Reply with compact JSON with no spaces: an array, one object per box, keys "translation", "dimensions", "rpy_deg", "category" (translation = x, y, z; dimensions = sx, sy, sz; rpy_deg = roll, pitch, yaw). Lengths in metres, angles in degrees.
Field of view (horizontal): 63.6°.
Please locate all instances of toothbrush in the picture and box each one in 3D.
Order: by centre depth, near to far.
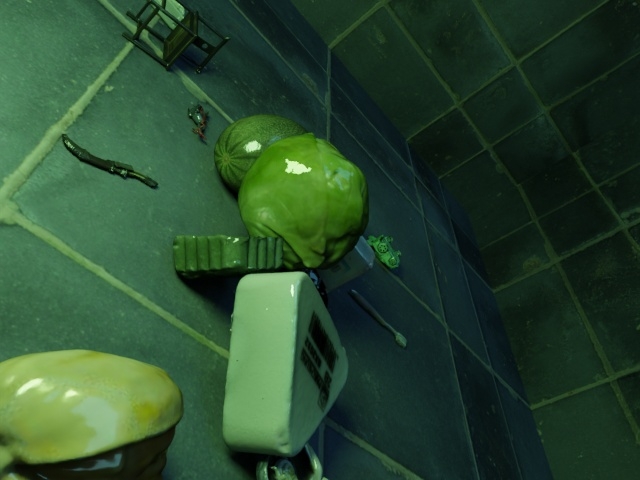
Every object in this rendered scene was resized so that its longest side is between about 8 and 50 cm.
[{"translation":[0.193,0.259,1.697],"dimensions":[0.307,0.025,0.030],"rpy_deg":[45,36,-25],"category":"toothbrush"}]

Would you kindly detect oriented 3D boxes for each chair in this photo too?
[{"translation":[-0.399,-0.571,1.452],"dimensions":[0.260,0.154,0.142],"rpy_deg":[30,37,-39],"category":"chair"}]

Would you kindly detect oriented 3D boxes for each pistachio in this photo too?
[{"translation":[-0.309,0.241,0.634],"dimensions":[0.308,0.229,0.230],"rpy_deg":[22,42,-57],"category":"pistachio"}]

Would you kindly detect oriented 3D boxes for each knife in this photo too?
[{"translation":[-0.429,-0.156,1.073],"dimensions":[0.222,0.021,0.046],"rpy_deg":[28,35,-44],"category":"knife"},{"translation":[-0.502,-0.755,1.563],"dimensions":[0.266,0.073,0.041],"rpy_deg":[50,18,-11],"category":"knife"}]

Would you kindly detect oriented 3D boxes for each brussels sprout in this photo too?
[{"translation":[-0.032,-0.093,1.224],"dimensions":[0.328,0.328,0.247],"rpy_deg":[45,22,-23],"category":"brussels sprout"}]

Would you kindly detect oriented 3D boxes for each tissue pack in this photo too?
[{"translation":[0.002,-0.001,1.452],"dimensions":[0.271,0.201,0.124],"rpy_deg":[52,30,-10],"category":"tissue pack"}]

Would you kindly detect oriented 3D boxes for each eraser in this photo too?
[{"translation":[-0.055,0.248,1.049],"dimensions":[0.331,0.149,0.332],"rpy_deg":[-4,90,-70],"category":"eraser"}]

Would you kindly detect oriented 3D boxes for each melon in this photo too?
[{"translation":[-0.144,-0.220,1.399],"dimensions":[0.301,0.237,0.238],"rpy_deg":[-7,67,-49],"category":"melon"}]

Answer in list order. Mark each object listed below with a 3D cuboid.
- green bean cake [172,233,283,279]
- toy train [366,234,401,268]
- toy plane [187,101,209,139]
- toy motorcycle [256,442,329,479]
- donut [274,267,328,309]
[{"translation":[-0.190,0.031,1.091],"dimensions":[0.183,0.184,0.094],"rpy_deg":[7,79,-60],"category":"green bean cake"},{"translation":[0.246,0.041,1.984],"dimensions":[0.149,0.081,0.099],"rpy_deg":[60,25,-8],"category":"toy train"},{"translation":[-0.333,-0.332,1.424],"dimensions":[0.060,0.037,0.145],"rpy_deg":[47,21,-43],"category":"toy plane"},{"translation":[-0.003,0.533,0.949],"dimensions":[0.222,0.107,0.341],"rpy_deg":[0,62,-60],"category":"toy motorcycle"},{"translation":[-0.064,0.126,1.324],"dimensions":[0.235,0.089,0.235],"rpy_deg":[43,28,-30],"category":"donut"}]
